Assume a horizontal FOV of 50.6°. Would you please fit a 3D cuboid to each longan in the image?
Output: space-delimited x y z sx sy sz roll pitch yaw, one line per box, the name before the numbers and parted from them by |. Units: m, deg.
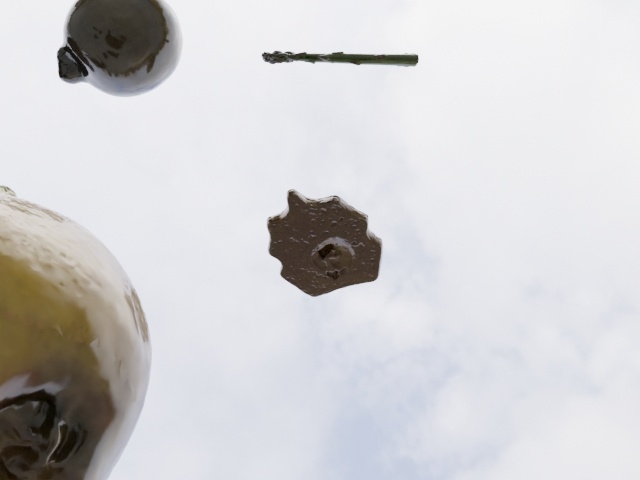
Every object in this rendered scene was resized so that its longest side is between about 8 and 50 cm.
longan | -0.314 -0.303 1.042 0.204 0.185 0.159 -27 -116 5

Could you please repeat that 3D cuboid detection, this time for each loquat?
loquat | -0.256 0.085 0.443 0.274 0.275 0.275 0 -91 -1

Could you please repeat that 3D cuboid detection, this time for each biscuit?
biscuit | 0.000 -0.002 1.089 0.182 0.034 0.215 -17 -53 17

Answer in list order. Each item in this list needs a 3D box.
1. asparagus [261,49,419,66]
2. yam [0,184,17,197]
asparagus | 0.027 -0.281 1.047 0.248 0.025 0.025 3 -125 8
yam | -0.599 0.012 1.023 0.356 0.081 0.081 -21 -90 16
